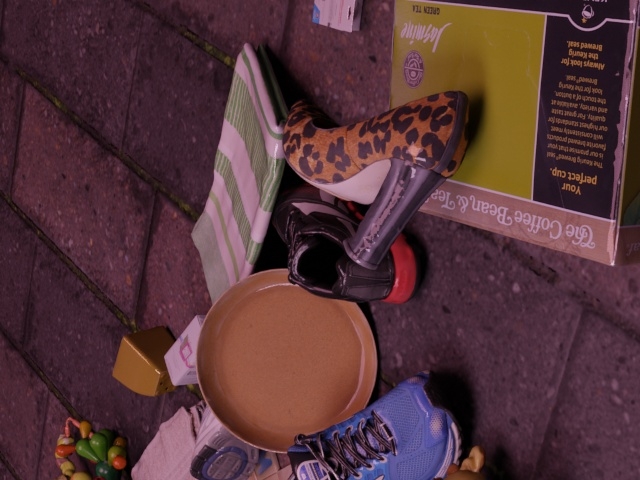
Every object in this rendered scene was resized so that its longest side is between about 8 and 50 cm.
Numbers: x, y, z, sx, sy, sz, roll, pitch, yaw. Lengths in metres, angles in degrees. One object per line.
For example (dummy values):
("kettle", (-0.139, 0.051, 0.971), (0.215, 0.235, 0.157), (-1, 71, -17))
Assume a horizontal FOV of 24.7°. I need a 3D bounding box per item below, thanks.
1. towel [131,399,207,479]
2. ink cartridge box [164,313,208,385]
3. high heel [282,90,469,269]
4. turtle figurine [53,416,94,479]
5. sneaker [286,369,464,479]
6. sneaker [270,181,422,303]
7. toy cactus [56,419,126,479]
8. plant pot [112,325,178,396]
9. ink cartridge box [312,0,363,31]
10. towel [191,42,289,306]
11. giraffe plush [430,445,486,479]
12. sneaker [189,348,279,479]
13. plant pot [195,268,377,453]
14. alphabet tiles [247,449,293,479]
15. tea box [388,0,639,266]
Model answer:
("towel", (-0.212, 0.378, 2.207), (0.282, 0.049, 0.187), (-54, 47, 46))
("ink cartridge box", (-0.155, 0.154, 2.083), (0.122, 0.089, 0.052), (-48, 54, 45))
("high heel", (0.055, -0.116, 1.419), (0.186, 0.093, 0.261), (-56, 37, 23))
("turtle figurine", (-0.433, 0.460, 2.509), (0.217, 0.087, 0.269), (-54, 53, 43))
("sneaker", (0.050, 0.271, 1.764), (0.330, 0.147, 0.129), (-52, 54, 43))
("sneaker", (0.000, 0.000, 1.810), (0.276, 0.135, 0.097), (35, 124, 48))
("toy cactus", (-0.345, 0.395, 2.353), (0.219, 0.112, 0.180), (-135, 26, -64))
("plant pot", (-0.256, 0.193, 2.241), (0.083, 0.081, 0.081), (41, 126, 32))
("ink cartridge box", (0.027, -0.289, 1.824), (0.083, 0.028, 0.048), (27, 116, 50))
("towel", (-0.110, -0.074, 1.975), (0.248, 0.038, 0.324), (-112, 34, -52))
("giraffe plush", (0.173, 0.325, 1.602), (0.210, 0.181, 0.170), (63, 175, -18))
("sneaker", (-0.099, 0.208, 2.002), (0.297, 0.111, 0.129), (-51, 30, 34))
("plant pot", (-0.042, 0.153, 1.869), (0.236, 0.032, 0.236), (0, 91, 10))
("alphabet tiles", (-0.092, 0.444, 2.100), (0.342, 0.011, 0.285), (-37, 65, 50))
("tea box", (0.246, -0.167, 1.372), (0.329, 0.220, 0.323), (20, 110, 53))
